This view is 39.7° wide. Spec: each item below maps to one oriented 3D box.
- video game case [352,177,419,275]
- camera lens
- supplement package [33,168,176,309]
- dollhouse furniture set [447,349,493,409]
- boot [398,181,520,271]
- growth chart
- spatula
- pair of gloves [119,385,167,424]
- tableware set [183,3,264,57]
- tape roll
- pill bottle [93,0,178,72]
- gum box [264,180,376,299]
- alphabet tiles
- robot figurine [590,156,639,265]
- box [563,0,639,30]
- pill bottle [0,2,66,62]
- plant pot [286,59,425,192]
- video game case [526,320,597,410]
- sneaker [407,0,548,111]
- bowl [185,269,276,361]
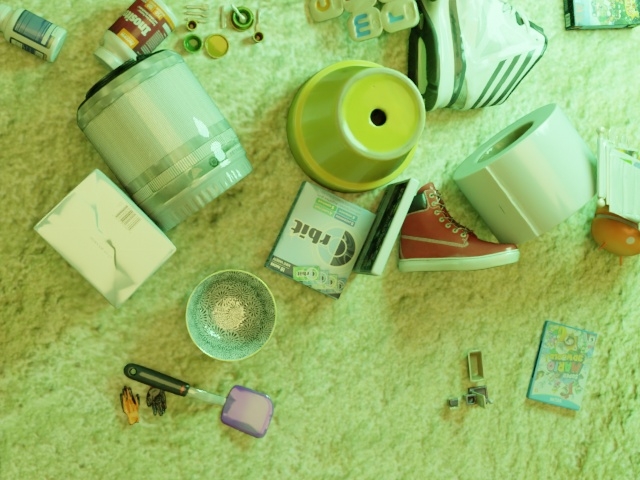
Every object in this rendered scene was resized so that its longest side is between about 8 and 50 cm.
[{"bbox_3d":[0.121,-0.023,1.684,0.022,0.173,0.190,24,85,-9],"label":"video game case"},{"bbox_3d":[-0.277,-0.182,1.574,0.219,0.219,0.274,-37,97,-10],"label":"camera lens"},{"bbox_3d":[-0.376,-0.003,1.563,0.149,0.203,0.194,-45,99,-9],"label":"supplement package"},{"bbox_3d":[0.303,0.281,1.770,0.091,0.081,0.114,-6,91,-12],"label":"dollhouse furniture set"},{"bbox_3d":[0.260,-0.028,1.705,0.244,0.088,0.176,-2,88,31],"label":"boot"},{"bbox_3d":[0.575,-0.112,1.672,0.237,0.021,0.172,20,73,-44],"label":"growth chart"},{"bbox_3d":[-0.230,0.290,1.678,0.296,0.030,0.084,23,85,-15],"label":"spatula"},{"bbox_3d":[-0.333,0.302,1.671,0.083,0.010,0.074,-14,92,-14],"label":"pair of gloves"},{"bbox_3d":[-0.184,-0.401,1.694,0.154,0.024,0.104,1,90,-13],"label":"tableware set"},{"bbox_3d":[0.400,-0.126,1.708,0.246,0.246,0.169,-40,98,-9],"label":"tape roll"},{"bbox_3d":[-0.341,-0.375,1.629,0.086,0.086,0.152,42,82,-9],"label":"pill bottle"},{"bbox_3d":[0.000,0.000,1.725,0.157,0.041,0.184,26,86,-11],"label":"gum box"},{"bbox_3d":[0.096,-0.529,1.682,0.278,0.021,0.284,-11,92,24],"label":"alphabet tiles"},{"bbox_3d":[0.637,-0.061,1.819,0.128,0.158,0.219,24,84,11],"label":"robot figurine"},{"bbox_3d":[0.584,-0.560,1.848,0.159,0.044,0.233,-5,91,-12],"label":"box"},{"bbox_3d":[-0.527,-0.377,1.599,0.120,0.067,0.067,26,85,-11],"label":"pill bottle"},{"bbox_3d":[0.079,-0.218,1.642,0.254,0.239,0.254,0,91,-11],"label":"plant pot"},{"bbox_3d":[0.504,0.261,1.847,0.119,0.015,0.166,15,87,-12],"label":"video game case"},{"bbox_3d":[0.311,-0.478,1.752,0.258,0.169,0.447,-2,99,-21],"label":"sneaker"},{"bbox_3d":[-0.172,0.137,1.669,0.170,0.080,0.170,0,91,-12],"label":"bowl"}]
